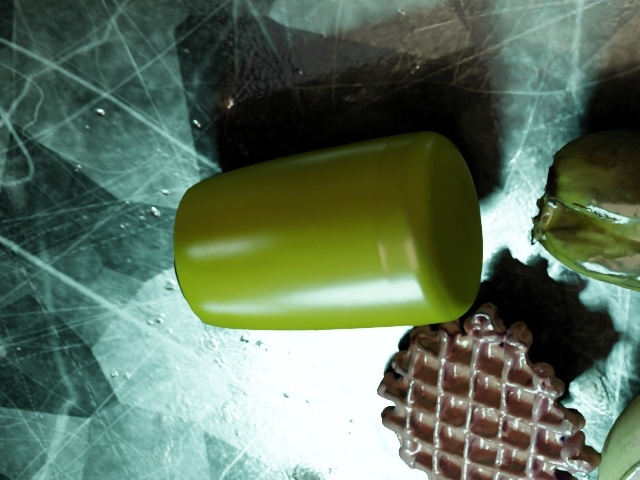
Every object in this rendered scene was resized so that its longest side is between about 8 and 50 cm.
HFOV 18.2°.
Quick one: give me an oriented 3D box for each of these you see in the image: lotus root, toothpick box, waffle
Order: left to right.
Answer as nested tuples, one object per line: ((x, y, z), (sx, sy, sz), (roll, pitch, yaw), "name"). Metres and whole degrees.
((0.000, 0.000, 1.845), (0.271, 0.175, 0.175), (-7, 120, 22), "toothpick box")
((0.154, 0.176, 1.946), (0.234, 0.055, 0.221), (-31, 92, 46), "waffle")
((0.328, -0.016, 1.754), (0.274, 0.160, 0.152), (17, 98, 5), "lotus root")

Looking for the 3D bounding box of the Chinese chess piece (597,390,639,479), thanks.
((0.399, 0.235, 1.901), (0.270, 0.112, 0.270), (6, 132, 7), "Chinese chess piece")
